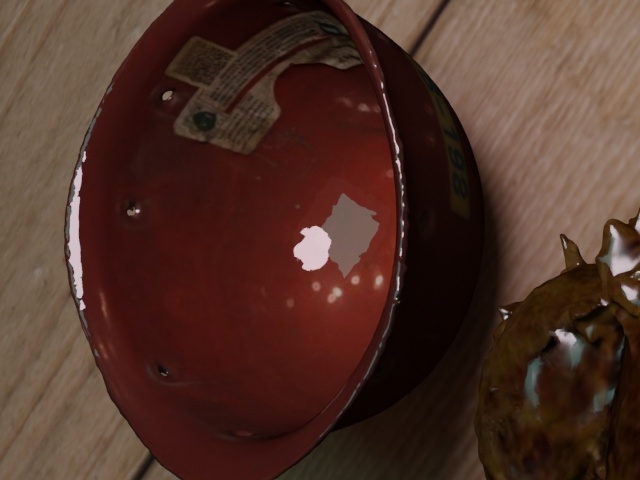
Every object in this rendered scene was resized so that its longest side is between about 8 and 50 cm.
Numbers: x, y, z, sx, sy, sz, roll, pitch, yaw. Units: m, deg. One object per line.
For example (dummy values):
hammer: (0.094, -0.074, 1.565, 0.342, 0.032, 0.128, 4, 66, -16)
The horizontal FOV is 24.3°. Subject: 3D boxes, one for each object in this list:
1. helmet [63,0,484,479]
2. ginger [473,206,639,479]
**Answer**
helmet: (0.000, 0.000, 1.127, 0.337, 0.230, 0.385, -35, 60, 32)
ginger: (0.244, 0.035, 0.904, 0.254, 0.176, 0.418, 49, 116, 38)
